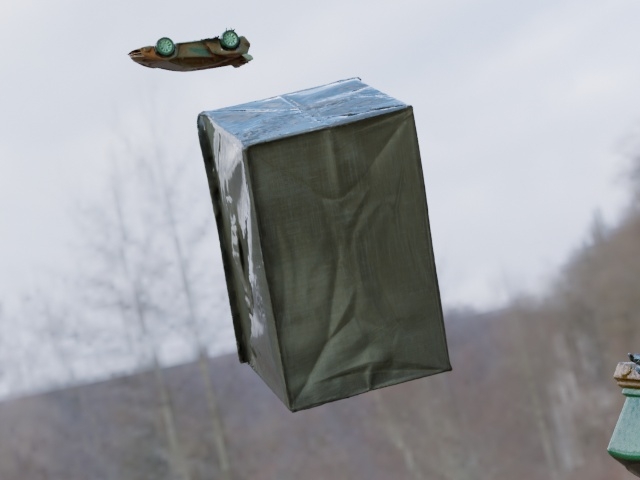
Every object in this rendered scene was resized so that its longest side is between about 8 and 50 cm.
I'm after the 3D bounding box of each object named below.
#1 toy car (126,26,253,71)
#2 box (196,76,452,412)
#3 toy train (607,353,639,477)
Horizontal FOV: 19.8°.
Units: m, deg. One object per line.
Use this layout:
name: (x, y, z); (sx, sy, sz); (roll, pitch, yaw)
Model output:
toy car: (-0.130, -0.185, 1.822); (0.122, 0.035, 0.059); (-10, -1, -21)
box: (0.000, 0.000, 1.523); (0.155, 0.231, 0.149); (-13, 17, -15)
toy train: (0.359, 0.183, 1.745); (0.228, 0.136, 0.091); (38, -20, -28)
